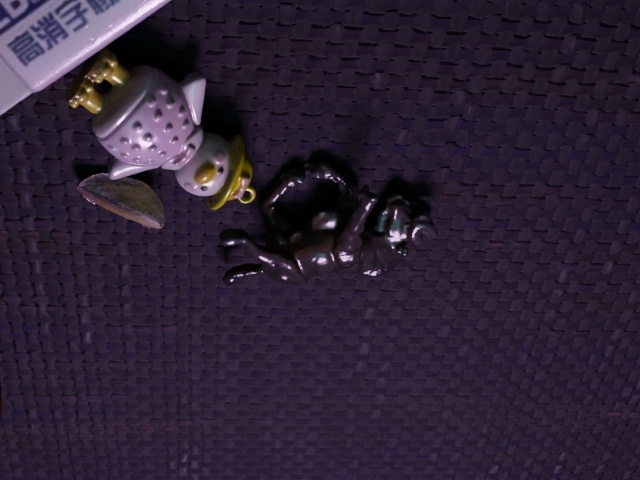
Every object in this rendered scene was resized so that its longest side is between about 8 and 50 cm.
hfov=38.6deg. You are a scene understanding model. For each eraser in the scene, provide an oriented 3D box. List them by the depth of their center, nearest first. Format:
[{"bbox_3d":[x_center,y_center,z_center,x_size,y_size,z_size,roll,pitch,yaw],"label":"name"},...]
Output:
[{"bbox_3d":[-0.222,-0.202,0.736,0.210,0.068,0.124,-28,115,19],"label":"eraser"}]

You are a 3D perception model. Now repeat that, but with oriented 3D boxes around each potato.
[{"bbox_3d":[-0.193,-0.043,0.915,0.093,0.036,0.037,25,164,-3],"label":"potato"}]

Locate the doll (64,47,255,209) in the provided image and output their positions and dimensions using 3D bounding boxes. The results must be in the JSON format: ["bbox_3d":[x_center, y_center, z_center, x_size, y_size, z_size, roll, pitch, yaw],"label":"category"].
[{"bbox_3d":[-0.137,-0.094,0.840,0.129,0.081,0.207,-46,123,11],"label":"doll"}]

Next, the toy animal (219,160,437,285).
[{"bbox_3d":[0.000,0.000,0.935,0.233,0.084,0.148,-17,132,5],"label":"toy animal"}]
